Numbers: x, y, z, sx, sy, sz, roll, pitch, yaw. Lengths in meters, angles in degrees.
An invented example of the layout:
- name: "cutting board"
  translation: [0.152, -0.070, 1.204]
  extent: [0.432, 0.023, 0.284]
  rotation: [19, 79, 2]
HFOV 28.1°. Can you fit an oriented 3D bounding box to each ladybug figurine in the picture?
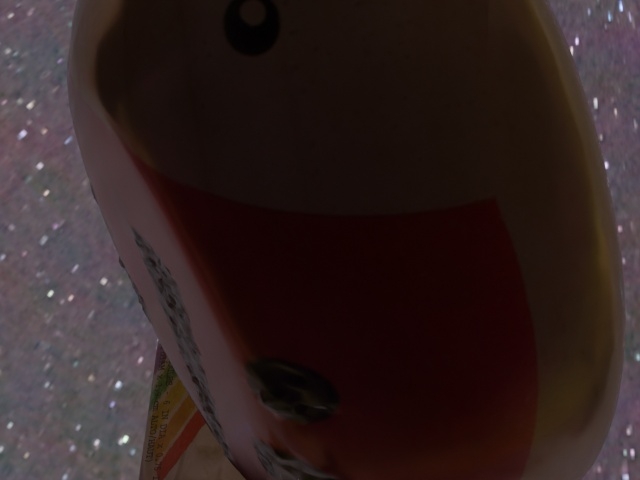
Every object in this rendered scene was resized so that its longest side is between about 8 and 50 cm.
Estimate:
- name: "ladybug figurine"
  translation: [0.000, 0.000, 0.611]
  extent: [0.161, 0.305, 0.449]
  rotation: [-32, -41, -16]

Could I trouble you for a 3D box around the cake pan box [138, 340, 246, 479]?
- name: "cake pan box"
  translation: [-0.037, 0.139, 0.938]
  extent: [0.070, 0.267, 0.245]
  rotation: [23, -24, -39]
